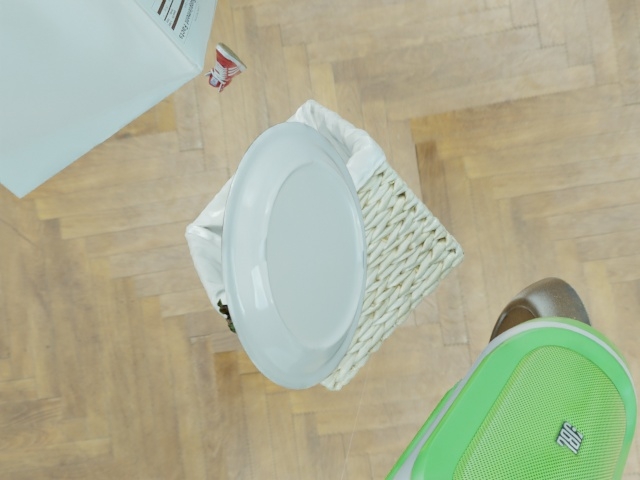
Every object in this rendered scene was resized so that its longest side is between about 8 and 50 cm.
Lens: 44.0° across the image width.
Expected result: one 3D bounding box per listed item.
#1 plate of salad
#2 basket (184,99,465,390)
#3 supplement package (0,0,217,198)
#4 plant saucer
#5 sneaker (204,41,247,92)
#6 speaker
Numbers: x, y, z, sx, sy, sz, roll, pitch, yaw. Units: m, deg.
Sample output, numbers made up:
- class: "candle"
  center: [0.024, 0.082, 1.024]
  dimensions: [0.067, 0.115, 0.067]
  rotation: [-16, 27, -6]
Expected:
- class: "plate of salad"
  center: [-0.020, 0.011, 0.600]
  dimensions: [0.048, 0.200, 0.199]
  rotation: [-1, 87, 31]
- class: "basket"
  center: [0.000, 0.000, 1.262]
  dimensions: [0.328, 0.331, 0.266]
  rotation: [-47, 115, 4]
- class: "supplement package"
  center: [-0.215, -0.181, 0.577]
  dimensions: [0.194, 0.149, 0.203]
  rotation: [-29, 125, 22]
- class: "plant saucer"
  center: [0.283, 0.201, 1.076]
  dimensions: [0.050, 0.310, 0.310]
  rotation: [7, 88, -7]
- class: "sneaker"
  center: [-0.162, -0.279, 1.290]
  dimensions: [0.067, 0.118, 0.042]
  rotation: [-41, 83, 6]
- class: "speaker"
  center: [0.122, 0.158, 0.514]
  dimensions: [0.131, 0.296, 0.131]
  rotation: [12, 115, 26]
